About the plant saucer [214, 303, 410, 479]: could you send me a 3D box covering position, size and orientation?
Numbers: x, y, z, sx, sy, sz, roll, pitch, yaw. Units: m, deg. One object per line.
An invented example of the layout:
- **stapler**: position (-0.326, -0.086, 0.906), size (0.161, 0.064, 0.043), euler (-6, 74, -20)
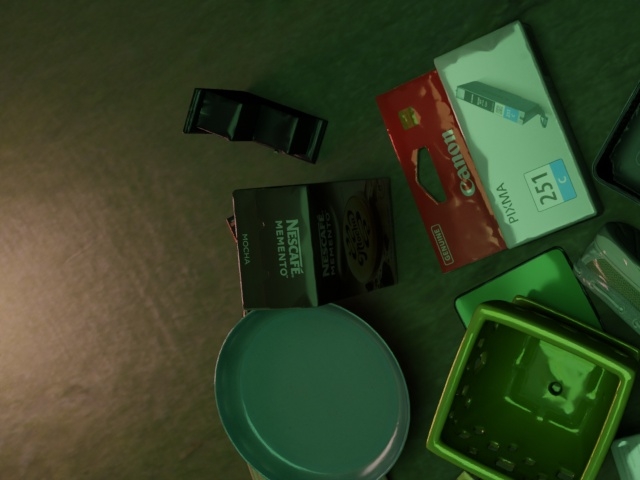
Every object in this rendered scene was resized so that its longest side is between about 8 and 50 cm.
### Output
- **plant saucer**: position (-0.009, 0.234, 1.930), size (0.318, 0.044, 0.317), euler (6, 105, 22)

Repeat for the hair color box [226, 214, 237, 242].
- **hair color box**: position (-0.084, 0.013, 2.002), size (0.072, 0.043, 0.141), euler (-28, 83, 23)

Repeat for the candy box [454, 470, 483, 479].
- **candy box**: position (0.253, 0.434, 1.880), size (0.187, 0.053, 0.109), euler (44, 110, 16)

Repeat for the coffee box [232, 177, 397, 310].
- **coffee box**: position (0.000, 0.000, 1.822), size (0.119, 0.297, 0.168), euler (-3, 93, 25)

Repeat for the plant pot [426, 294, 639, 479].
- **plant pot**: position (0.305, 0.210, 1.746), size (0.227, 0.207, 0.228), euler (24, 105, 18)

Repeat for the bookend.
- **bookend**: position (-0.097, -0.172, 1.930), size (0.157, 0.156, 0.072), euler (21, 103, 21)

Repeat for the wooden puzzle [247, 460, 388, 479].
- **wooden puzzle**: position (-0.023, 0.311, 2.005), size (0.221, 0.044, 0.238), euler (-22, 90, 24)

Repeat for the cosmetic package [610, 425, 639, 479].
- **cosmetic package**: position (0.521, 0.292, 1.728), size (0.231, 0.085, 0.117), euler (-18, 86, 22)

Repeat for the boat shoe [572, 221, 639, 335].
- **boat shoe**: position (0.466, 0.116, 1.713), size (0.320, 0.118, 0.103), euler (52, 126, 25)

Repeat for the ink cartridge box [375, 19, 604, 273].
- **ink cartridge box**: position (0.230, -0.127, 1.835), size (0.261, 0.066, 0.296), euler (-23, 84, 23)

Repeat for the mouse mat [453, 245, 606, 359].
- **mouse mat**: position (0.302, 0.113, 1.855), size (0.190, 0.007, 0.152), euler (-29, 82, 23)

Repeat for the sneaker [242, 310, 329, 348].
- **sneaker**: position (-0.039, 0.124, 1.967), size (0.188, 0.066, 0.071), euler (-8, 118, 26)

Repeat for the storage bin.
- **storage bin**: position (0.462, -0.137, 1.717), size (0.122, 0.084, 0.180), euler (32, 107, 19)
